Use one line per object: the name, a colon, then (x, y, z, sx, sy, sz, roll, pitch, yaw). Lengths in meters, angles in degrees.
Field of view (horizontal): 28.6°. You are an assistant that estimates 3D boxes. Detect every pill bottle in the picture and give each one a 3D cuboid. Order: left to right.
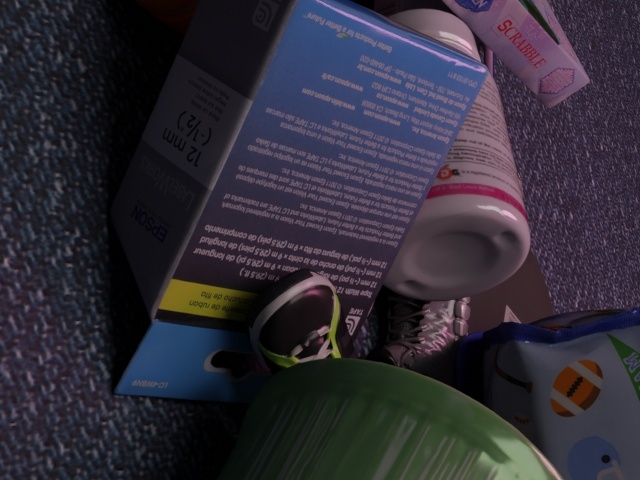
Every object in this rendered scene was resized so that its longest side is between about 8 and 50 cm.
pill bottle: (0.115, -0.094, 1.298, 0.160, 0.160, 0.283, 39, 35, -44)

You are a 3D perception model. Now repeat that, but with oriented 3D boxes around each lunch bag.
lunch bag: (0.261, 0.234, 1.236, 0.385, 0.239, 0.328, 67, 17, -84)

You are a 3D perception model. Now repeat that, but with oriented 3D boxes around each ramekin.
ramekin: (0.042, 0.251, 0.978, 0.303, 0.303, 0.148, 59, 44, -25)

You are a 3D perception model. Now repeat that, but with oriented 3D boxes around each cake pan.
cake pan: (0.206, 0.103, 1.496, 0.293, 0.054, 0.293, 25, 59, -51)

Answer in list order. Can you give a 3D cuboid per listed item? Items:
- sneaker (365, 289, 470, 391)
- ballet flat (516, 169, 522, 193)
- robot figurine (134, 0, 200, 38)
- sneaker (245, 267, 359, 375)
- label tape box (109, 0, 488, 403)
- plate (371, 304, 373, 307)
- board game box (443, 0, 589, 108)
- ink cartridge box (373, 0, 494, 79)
sneaker: (0.093, 0.091, 1.302, 0.132, 0.086, 0.229, 5, 76, -54)
ballet flat: (0.234, -0.093, 1.625, 0.041, 0.041, 0.114, -46, 118, -53)
robot figurine: (-0.090, -0.232, 1.100, 0.219, 0.128, 0.158, 31, 60, -49)
sneaker: (0.011, 0.116, 1.052, 0.084, 0.097, 0.235, -37, 141, -14)
label tape box: (-0.037, -0.037, 1.059, 0.249, 0.115, 0.348, 12, 110, -48)
plate: (0.000, 0.000, 1.246, 0.188, 0.024, 0.188, 25, 59, -50)
board game box: (0.173, -0.351, 1.485, 0.318, 0.066, 0.319, 31, 33, -51)
ink cartridge box: (0.140, -0.252, 1.528, 0.224, 0.045, 0.223, 38, 47, -43)
